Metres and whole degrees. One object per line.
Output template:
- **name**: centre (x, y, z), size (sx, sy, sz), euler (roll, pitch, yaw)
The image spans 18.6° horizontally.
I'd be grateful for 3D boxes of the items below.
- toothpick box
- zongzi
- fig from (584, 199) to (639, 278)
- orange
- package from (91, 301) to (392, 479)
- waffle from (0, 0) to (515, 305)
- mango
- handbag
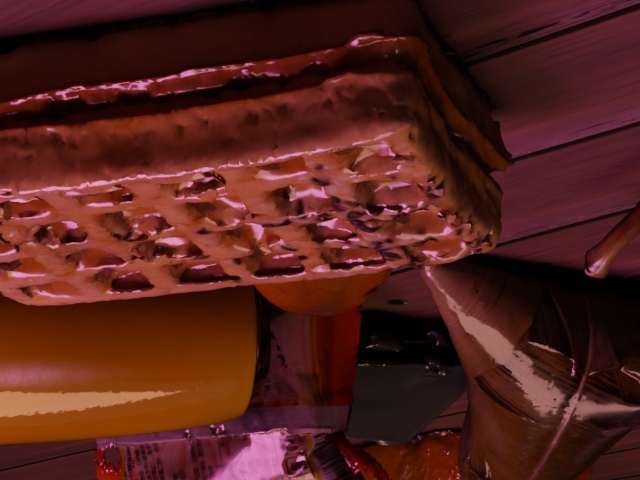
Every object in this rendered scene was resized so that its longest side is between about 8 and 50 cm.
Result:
- **toothpick box**: centre (-0.182, 0.078, 1.592), size (0.271, 0.175, 0.175), euler (0, 163, -15)
- **zongzi**: centre (0.147, 0.127, 1.789), size (0.300, 0.145, 0.274), euler (19, 136, -25)
- **fig**: centre (0.320, -0.007, 1.390), size (0.249, 0.186, 0.203), euler (28, -173, 19)
- **orange**: centre (0.177, 0.308, 2.489), size (0.310, 0.274, 0.274), euler (25, 177, 31)
- **package**: centre (-0.086, 0.145, 1.745), size (0.288, 0.223, 0.108), euler (-10, 177, 15)
- **waffle**: centre (-0.083, -0.054, 1.280), size (0.376, 0.114, 0.261), euler (-7, 159, 18)
- **mango**: centre (0.003, 0.001, 1.499), size (0.115, 0.090, 0.178), euler (10, 153, -9)
- **handbag**: centre (0.018, 0.135, 1.941), size (0.247, 0.079, 0.260), euler (5, 159, -23)
